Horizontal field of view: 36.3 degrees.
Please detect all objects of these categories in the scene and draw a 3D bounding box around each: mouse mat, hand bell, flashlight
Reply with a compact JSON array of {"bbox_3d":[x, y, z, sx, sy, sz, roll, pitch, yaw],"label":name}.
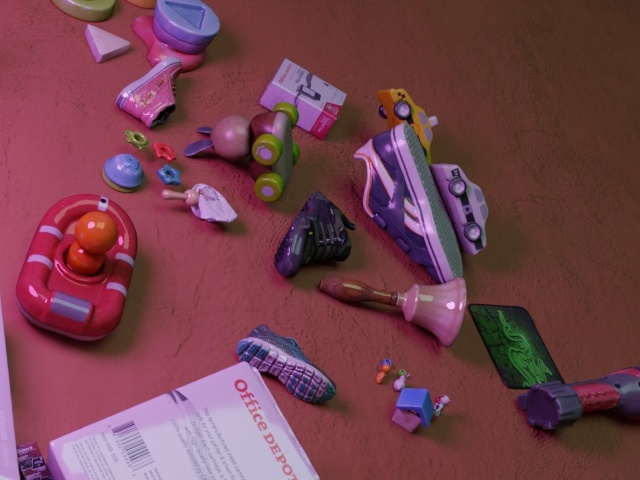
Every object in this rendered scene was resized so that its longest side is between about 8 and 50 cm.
[{"bbox_3d":[0.363,0.194,1.813,0.153,0.007,0.189,5,48,-32],"label":"mouse mat"},{"bbox_3d":[0.116,0.100,1.679,0.242,0.126,0.126,12,42,-7],"label":"hand bell"},{"bbox_3d":[0.498,0.285,1.743,0.304,0.103,0.103,-1,54,-38],"label":"flashlight"}]

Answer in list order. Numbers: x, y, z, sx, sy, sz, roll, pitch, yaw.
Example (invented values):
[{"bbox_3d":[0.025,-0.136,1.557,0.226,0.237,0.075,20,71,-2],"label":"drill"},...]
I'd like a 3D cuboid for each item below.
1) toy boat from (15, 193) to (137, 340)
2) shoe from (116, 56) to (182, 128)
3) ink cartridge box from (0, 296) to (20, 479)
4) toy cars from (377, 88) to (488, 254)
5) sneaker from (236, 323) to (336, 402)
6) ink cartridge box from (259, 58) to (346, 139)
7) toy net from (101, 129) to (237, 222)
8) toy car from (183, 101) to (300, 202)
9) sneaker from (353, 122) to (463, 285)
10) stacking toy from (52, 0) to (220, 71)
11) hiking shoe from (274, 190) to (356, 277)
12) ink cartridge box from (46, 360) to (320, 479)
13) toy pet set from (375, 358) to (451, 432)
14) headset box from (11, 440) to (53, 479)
[{"bbox_3d":[-0.329,0.017,1.377,0.151,0.151,0.231,21,40,-17],"label":"toy boat"},{"bbox_3d":[-0.288,-0.267,1.777,0.081,0.063,0.178,39,44,3],"label":"shoe"},{"bbox_3d":[-0.506,0.177,1.150,0.261,0.066,0.296,5,47,-30],"label":"ink cartridge box"},{"bbox_3d":[0.236,-0.151,1.933,0.087,0.176,0.393,-24,62,-12],"label":"toy cars"},{"bbox_3d":[-0.043,0.182,1.489,0.166,0.065,0.076,34,34,-4],"label":"sneaker"},{"bbox_3d":[-0.034,-0.287,1.976,0.150,0.063,0.109,30,39,-7],"label":"ink cartridge box"},{"bbox_3d":[-0.245,-0.093,1.642,0.232,0.045,0.122,30,37,-9],"label":"toy net"},{"bbox_3d":[-0.145,-0.167,1.755,0.188,0.149,0.155,6,34,10],"label":"toy car"},{"bbox_3d":[0.165,-0.051,1.843,0.126,0.127,0.321,-10,79,-68],"label":"sneaker"},{"bbox_3d":[-0.353,-0.475,1.887,0.280,0.130,0.309,-12,58,-43],"label":"stacking toy"},{"bbox_3d":[0.000,0.000,1.686,0.114,0.086,0.227,30,38,-1],"label":"hiking shoe"},{"bbox_3d":[-0.166,0.294,1.186,0.273,0.114,0.197,-20,65,-30],"label":"ink cartridge box"},{"bbox_3d":[0.151,0.241,1.562,0.122,0.065,0.114,34,38,-1],"label":"toy pet set"},{"bbox_3d":[-0.346,0.284,1.158,0.032,0.062,0.083,-9,55,-39],"label":"headset box"}]
